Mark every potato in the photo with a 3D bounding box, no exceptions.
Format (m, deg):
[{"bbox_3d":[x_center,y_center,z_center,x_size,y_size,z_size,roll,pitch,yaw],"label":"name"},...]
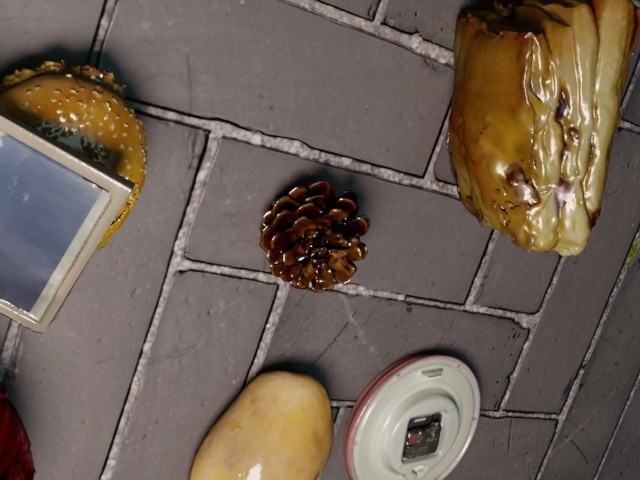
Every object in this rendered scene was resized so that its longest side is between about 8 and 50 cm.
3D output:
[{"bbox_3d":[-0.068,0.277,1.254,0.234,0.146,0.150,-54,160,-4],"label":"potato"}]

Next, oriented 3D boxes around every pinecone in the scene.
[{"bbox_3d":[-0.002,0.000,1.178,0.140,0.120,0.140,-11,127,-14],"label":"pinecone"}]

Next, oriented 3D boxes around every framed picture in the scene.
[{"bbox_3d":[-0.324,-0.043,0.891,0.260,0.023,0.189,31,114,-13],"label":"framed picture"}]

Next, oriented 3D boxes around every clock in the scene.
[{"bbox_3d":[0.139,0.278,1.445,0.244,0.056,0.244,-15,119,-30],"label":"clock"}]

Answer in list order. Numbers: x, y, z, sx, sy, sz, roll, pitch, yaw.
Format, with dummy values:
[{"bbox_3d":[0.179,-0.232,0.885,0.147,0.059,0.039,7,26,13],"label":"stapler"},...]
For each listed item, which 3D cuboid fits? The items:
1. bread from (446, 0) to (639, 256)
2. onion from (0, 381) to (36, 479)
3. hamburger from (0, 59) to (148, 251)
[{"bbox_3d":[0.247,-0.169,1.213,0.167,0.277,0.324,5,108,-12],"label":"bread"},{"bbox_3d":[-0.417,0.244,0.918,0.314,0.232,0.313,-14,117,-29],"label":"onion"},{"bbox_3d":[-0.254,-0.085,0.968,0.182,0.118,0.191,36,84,-41],"label":"hamburger"}]
